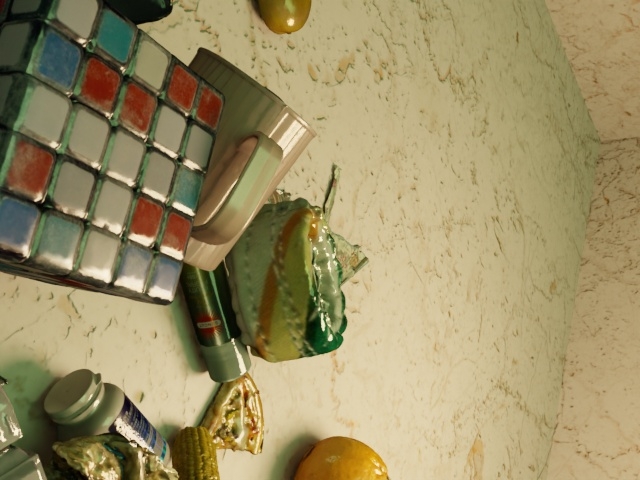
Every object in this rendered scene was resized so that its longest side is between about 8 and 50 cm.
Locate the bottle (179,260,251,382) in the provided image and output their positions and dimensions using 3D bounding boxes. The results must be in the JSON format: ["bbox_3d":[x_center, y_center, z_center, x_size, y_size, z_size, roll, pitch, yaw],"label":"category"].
[{"bbox_3d":[-0.190,0.103,1.186,0.082,0.082,0.286,-32,114,-49],"label":"bottle"}]

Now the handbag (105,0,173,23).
[{"bbox_3d":[-0.371,-0.443,0.940,0.329,0.121,0.304,-22,107,-50],"label":"handbag"}]

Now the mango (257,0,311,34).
[{"bbox_3d":[-0.074,-0.506,1.363,0.130,0.091,0.195,-9,87,-51],"label":"mango"}]

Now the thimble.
[{"bbox_3d":[-0.057,0.072,1.234,0.254,0.167,0.288,-49,129,-75],"label":"thimble"}]

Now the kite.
[{"bbox_3d":[0.001,0.000,1.498,0.406,0.014,0.369,35,62,-47],"label":"kite"}]

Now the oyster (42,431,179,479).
[{"bbox_3d":[-0.289,0.356,0.942,0.222,0.214,0.083,22,31,-24],"label":"oyster"}]

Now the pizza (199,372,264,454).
[{"bbox_3d":[-0.167,0.319,1.247,0.176,0.036,0.185,-9,95,-52],"label":"pizza"}]

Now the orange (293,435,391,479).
[{"bbox_3d":[0.047,0.513,1.406,0.219,0.193,0.219,23,56,-39],"label":"orange"}]

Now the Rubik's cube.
[{"bbox_3d":[-0.328,-0.101,0.801,0.293,0.286,0.292,32,68,-58],"label":"Rubik's cube"}]

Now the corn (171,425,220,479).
[{"bbox_3d":[-0.196,0.389,1.083,0.080,0.080,0.238,56,5,-35],"label":"corn"}]

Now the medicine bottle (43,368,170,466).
[{"bbox_3d":[-0.310,0.279,1.000,0.107,0.107,0.192,-56,130,-38],"label":"medicine bottle"}]

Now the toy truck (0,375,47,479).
[{"bbox_3d":[-0.406,0.297,0.832,0.124,0.155,0.268,-30,112,-48],"label":"toy truck"}]

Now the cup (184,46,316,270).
[{"bbox_3d":[-0.141,-0.102,0.992,0.273,0.288,0.208,-54,149,1],"label":"cup"}]
